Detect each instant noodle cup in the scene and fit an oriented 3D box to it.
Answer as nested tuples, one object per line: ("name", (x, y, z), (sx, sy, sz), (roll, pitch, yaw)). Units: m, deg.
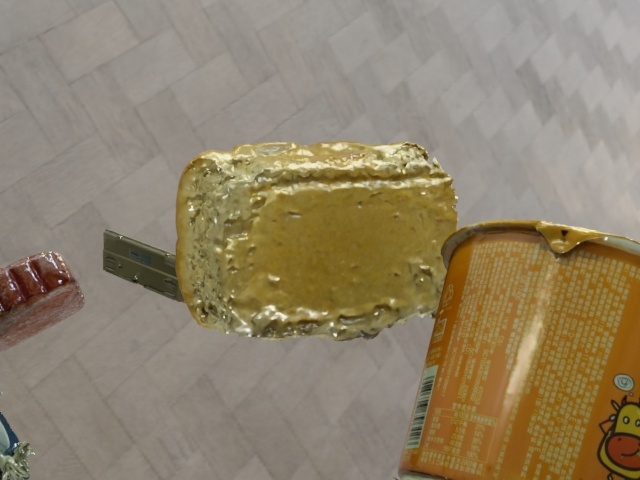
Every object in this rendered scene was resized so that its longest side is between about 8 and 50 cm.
("instant noodle cup", (0.155, 0.109, 0.589), (0.216, 0.216, 0.172), (36, 67, -32))

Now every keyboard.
("keyboard", (-0.183, 0.025, 0.940), (0.015, 0.129, 0.049), (-13, 113, -48))

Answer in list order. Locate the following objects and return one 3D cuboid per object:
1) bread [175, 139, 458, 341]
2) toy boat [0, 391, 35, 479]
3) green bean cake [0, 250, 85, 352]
("bread", (0.000, 0.000, 0.774), (0.246, 0.121, 0.174), (-6, 96, -15))
("toy boat", (-0.325, 0.128, 0.809), (0.220, 0.291, 0.067), (49, 55, -4))
("green bean cake", (-0.328, 0.068, 0.974), (0.135, 0.135, 0.056), (-30, 79, -17))
